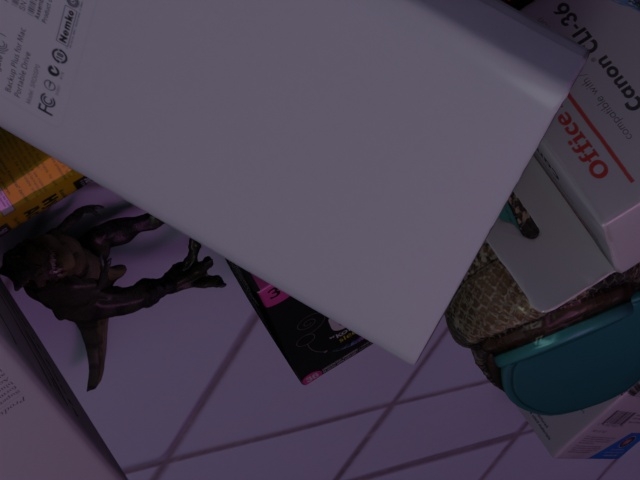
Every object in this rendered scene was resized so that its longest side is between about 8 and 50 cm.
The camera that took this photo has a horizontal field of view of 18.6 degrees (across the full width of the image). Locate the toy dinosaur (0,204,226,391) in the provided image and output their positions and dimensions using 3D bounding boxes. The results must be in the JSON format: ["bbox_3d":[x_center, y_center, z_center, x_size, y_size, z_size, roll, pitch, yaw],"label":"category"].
[{"bbox_3d":[-0.130,0.022,1.242,0.118,0.064,0.268,-31,161,-6],"label":"toy dinosaur"}]

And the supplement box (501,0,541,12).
[{"bbox_3d":[0.069,-0.204,0.926,0.129,0.191,0.194,-36,153,4],"label":"supplement box"}]

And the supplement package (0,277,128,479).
[{"bbox_3d":[-0.250,0.074,1.057,0.177,0.175,0.293,-33,154,-6],"label":"supplement package"}]

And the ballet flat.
[{"bbox_3d":[0.160,0.011,1.388,0.164,0.182,0.483,-23,167,8],"label":"ballet flat"}]

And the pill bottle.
[{"bbox_3d":[-0.154,-0.053,1.075,0.116,0.065,0.065,-32,154,-4],"label":"pill bottle"}]

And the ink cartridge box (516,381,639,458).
[{"bbox_3d":[0.300,0.114,1.850,0.203,0.086,0.148,-45,152,20],"label":"ink cartridge box"}]

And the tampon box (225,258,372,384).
[{"bbox_3d":[0.000,0.000,1.297,0.120,0.101,0.161,-32,154,-5],"label":"tampon box"}]

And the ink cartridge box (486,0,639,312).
[{"bbox_3d":[0.150,-0.068,0.897,0.198,0.115,0.067,-34,155,1],"label":"ink cartridge box"}]

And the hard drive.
[{"bbox_3d":[-0.054,-0.085,0.891,0.040,0.307,0.203,-56,174,-42],"label":"hard drive"}]
